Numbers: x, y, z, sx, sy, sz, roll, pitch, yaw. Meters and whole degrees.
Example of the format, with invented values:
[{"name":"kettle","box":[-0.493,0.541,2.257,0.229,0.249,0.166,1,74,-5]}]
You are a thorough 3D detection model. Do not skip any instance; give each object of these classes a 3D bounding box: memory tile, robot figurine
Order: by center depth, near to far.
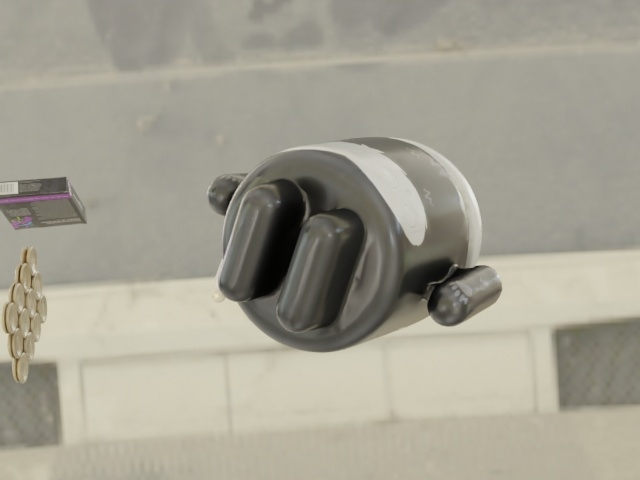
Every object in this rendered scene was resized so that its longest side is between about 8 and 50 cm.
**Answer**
[{"name":"robot figurine","box":[0.026,0.003,1.342,0.173,0.209,0.278,-31,-8,28]},{"name":"memory tile","box":[-0.354,0.087,1.898,0.012,0.113,0.148,-1,36,6]}]

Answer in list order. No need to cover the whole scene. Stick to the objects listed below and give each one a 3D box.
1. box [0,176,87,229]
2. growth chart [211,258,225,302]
[{"name":"box","box":[-0.424,-0.055,2.406,0.116,0.029,0.162,-4,-18,0]},{"name":"growth chart","box":[0.000,0.000,1.715,0.237,0.021,0.172,-12,-33,-17]}]
